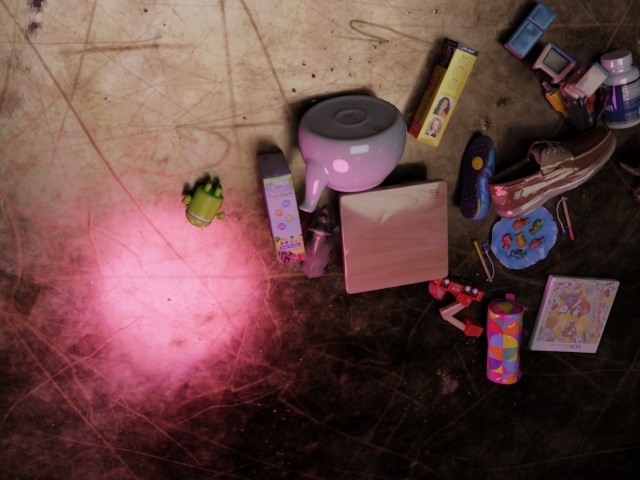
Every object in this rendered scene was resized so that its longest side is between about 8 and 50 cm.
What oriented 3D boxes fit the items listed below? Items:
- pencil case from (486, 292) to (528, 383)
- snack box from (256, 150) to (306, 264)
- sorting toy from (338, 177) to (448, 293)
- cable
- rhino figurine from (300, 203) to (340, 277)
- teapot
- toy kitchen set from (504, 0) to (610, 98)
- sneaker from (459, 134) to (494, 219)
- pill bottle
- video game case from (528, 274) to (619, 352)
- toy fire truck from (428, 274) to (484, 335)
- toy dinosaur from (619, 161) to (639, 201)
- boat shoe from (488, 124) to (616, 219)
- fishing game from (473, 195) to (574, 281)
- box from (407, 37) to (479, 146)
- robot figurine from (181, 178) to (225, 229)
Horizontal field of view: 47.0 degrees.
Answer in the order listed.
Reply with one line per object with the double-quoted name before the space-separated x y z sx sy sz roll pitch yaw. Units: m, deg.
"pencil case" 0.496 0.268 1.977 0.105 0.104 0.236 -6 114 -9
"snack box" -0.089 -0.077 1.661 0.070 0.174 0.207 -11 114 -5
"sorting toy" 0.171 -0.021 1.788 0.257 0.089 0.255 -9 114 -9
"cable" 0.643 -0.287 1.786 0.140 0.072 0.287 -16 126 22
"rhino figurine" 0.000 0.000 1.700 0.073 0.106 0.243 20 146 6
"teapot" 0.075 -0.194 1.628 0.256 0.252 0.187 -4 128 3
"toy kitchen set" 0.533 -0.422 1.617 0.207 0.166 0.122 37 101 -1
"sneaker" 0.395 -0.154 1.801 0.082 0.069 0.209 -8 110 -40
"pill bottle" 0.712 -0.361 1.755 0.094 0.094 0.169 -19 115 -3
"video game case" 0.697 0.205 2.030 0.207 0.026 0.226 4 111 -14
"toy fire truck" 0.357 0.167 1.930 0.192 0.047 0.135 18 109 -18
"toy dinosaur" 0.873 -0.164 1.880 0.314 0.121 0.160 22 95 -15
"boat shoe" 0.542 -0.177 1.734 0.324 0.123 0.116 -35 114 6
"fishing game" 0.530 -0.007 1.898 0.264 0.041 0.189 -24 118 -2
"box" 0.278 -0.336 1.679 0.058 0.087 0.232 17 109 -16
"robot figurine" -0.265 -0.080 1.682 0.101 0.067 0.115 25 106 -18
